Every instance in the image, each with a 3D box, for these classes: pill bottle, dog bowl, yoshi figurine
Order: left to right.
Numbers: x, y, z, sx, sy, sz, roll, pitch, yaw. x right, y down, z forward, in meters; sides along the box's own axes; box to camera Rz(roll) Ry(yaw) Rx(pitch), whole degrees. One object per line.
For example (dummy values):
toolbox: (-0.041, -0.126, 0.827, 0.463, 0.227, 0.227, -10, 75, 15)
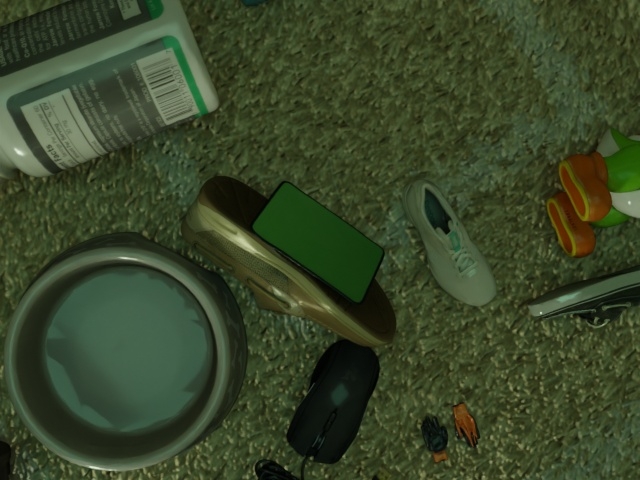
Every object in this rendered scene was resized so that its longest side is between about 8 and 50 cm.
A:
pill bottle: (-0.335, -0.207, 1.078, 0.360, 0.204, 0.204, -21, 92, -3)
dog bowl: (-0.278, 0.161, 1.137, 0.348, 0.102, 0.349, 0, 91, -3)
yoshi figurine: (0.530, -0.067, 1.153, 0.362, 0.203, 0.203, -17, 107, -6)

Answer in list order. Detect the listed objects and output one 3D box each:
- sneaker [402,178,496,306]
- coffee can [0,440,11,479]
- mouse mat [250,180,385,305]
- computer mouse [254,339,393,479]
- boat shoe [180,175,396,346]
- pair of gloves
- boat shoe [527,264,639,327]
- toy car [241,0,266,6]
sneaker: (0.189, 0.007, 1.168, 0.080, 0.094, 0.212, -34, 93, -4)
coffee can: (-0.513, 0.426, 1.073, 0.201, 0.201, 0.276, -3, 91, -4)
mouse mat: (0.000, 0.000, 1.141, 0.189, 0.153, 0.007, 34, 126, -2)
computer mouse: (0.038, 0.290, 1.177, 0.184, 0.060, 0.262, 31, 89, -2)
boat shoe: (-0.044, 0.047, 1.155, 0.341, 0.122, 0.110, 38, 124, 0)
pair of gloves: (0.196, 0.289, 1.212, 0.083, 0.010, 0.074, -22, 93, -1)
boat shoe: (0.418, 0.091, 1.191, 0.219, 0.078, 0.070, -15, 90, -5)
toy car: (-0.073, -0.473, 1.076, 0.210, 0.238, 0.219, -25, 92, -3)
